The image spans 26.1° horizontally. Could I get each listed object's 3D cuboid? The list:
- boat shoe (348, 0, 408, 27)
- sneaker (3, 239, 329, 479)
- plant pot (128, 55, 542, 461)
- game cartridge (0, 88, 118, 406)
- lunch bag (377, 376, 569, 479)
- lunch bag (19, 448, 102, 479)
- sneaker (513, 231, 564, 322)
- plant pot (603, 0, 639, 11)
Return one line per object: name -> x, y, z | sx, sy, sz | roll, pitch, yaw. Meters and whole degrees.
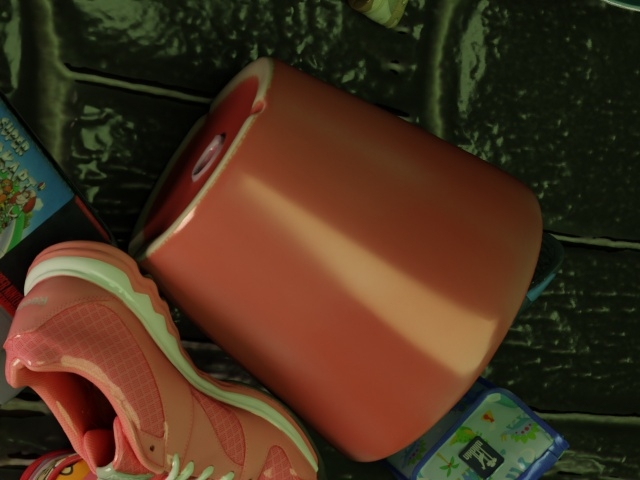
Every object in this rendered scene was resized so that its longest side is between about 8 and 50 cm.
boat shoe -> 0.079, -0.256, 1.172 | 0.048, 0.056, 0.153 | 25, 94, -37
sneaker -> -0.121, 0.149, 1.029 | 0.116, 0.136, 0.314 | -31, 112, 32
plant pot -> 0.000, 0.000, 1.097 | 0.243, 0.275, 0.275 | 35, 88, -17
game cartridge -> -0.292, -0.001, 0.991 | 0.230, 0.068, 0.355 | -38, 140, -7
lunch bag -> 0.142, 0.201, 1.263 | 0.129, 0.151, 0.096 | -45, 117, -7
lunch bag -> -0.162, 0.317, 1.132 | 0.258, 0.120, 0.293 | 9, 78, -27
sneaker -> 0.144, 0.071, 1.288 | 0.209, 0.069, 0.082 | -40, 149, -20
plant pot -> 0.319, -0.347, 1.160 | 0.195, 0.290, 0.290 | -27, 119, -56
